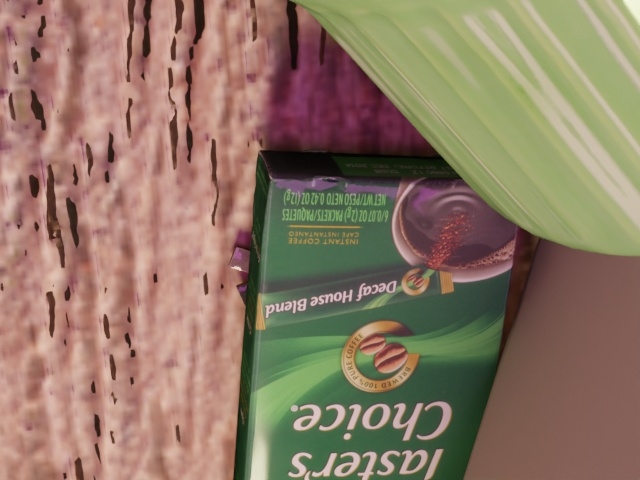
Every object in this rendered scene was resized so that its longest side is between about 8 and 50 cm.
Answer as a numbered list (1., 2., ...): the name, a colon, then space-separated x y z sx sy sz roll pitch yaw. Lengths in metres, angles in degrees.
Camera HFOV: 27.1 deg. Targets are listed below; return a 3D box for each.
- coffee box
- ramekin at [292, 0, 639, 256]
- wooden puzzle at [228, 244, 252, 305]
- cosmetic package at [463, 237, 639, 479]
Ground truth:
1. coffee box: 0.022 0.053 0.583 0.113 0.040 0.184 2 112 -12
2. ramekin: 0.127 -0.137 0.418 0.303 0.303 0.148 -39 117 3
3. wooden puzzle: 0.000 0.000 0.586 0.083 0.006 0.049 -8 109 -8
4. cosmetic package: 0.146 0.138 0.479 0.155 0.197 0.366 28 71 -17
